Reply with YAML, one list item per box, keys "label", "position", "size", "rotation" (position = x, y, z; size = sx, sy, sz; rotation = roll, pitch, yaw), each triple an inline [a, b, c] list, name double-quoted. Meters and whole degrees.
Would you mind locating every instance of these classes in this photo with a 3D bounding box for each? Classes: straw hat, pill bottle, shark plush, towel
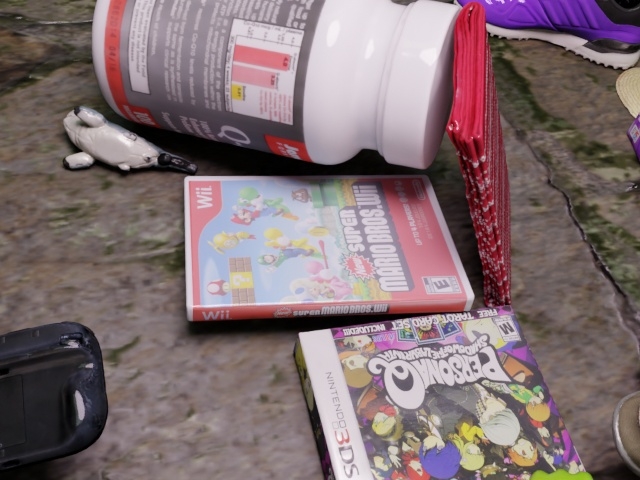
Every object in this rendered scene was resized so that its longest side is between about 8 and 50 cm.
- label: "straw hat"
  position: [0.493, -0.217, 1.095]
  size: [0.145, 0.061, 0.144]
  rotation: [4, 52, -6]
- label: "pill bottle"
  position: [-0.042, -0.199, 0.857]
  size: [0.363, 0.210, 0.210]
  rotation: [14, 50, 15]
- label: "shark plush"
  position: [-0.219, -0.117, 0.899]
  size: [0.161, 0.073, 0.067]
  rotation: [8, 21, 2]
- label: "towel"
  position: [0.170, -0.080, 0.810]
  size: [0.031, 0.274, 0.198]
  rotation: [-3, 50, 18]

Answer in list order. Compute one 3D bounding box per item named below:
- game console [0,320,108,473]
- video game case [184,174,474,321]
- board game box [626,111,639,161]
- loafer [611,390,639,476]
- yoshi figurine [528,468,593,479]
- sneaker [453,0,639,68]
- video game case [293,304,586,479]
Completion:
- label: "game console"
  position: [-0.335, 0.156, 0.563]
  size: [0.361, 0.044, 0.213]
  rotation: [-13, 68, -7]
- label: "video game case"
  position: [0.000, 0.000, 0.837]
  size: [0.285, 0.025, 0.204]
  rotation: [-2, 43, -9]
- label: "board game box"
  position: [0.499, -0.077, 0.934]
  size: [0.144, 0.142, 0.275]
  rotation: [2, 52, -8]
- label: "loafer"
  position: [0.371, 0.157, 0.658]
  size: [0.251, 0.087, 0.094]
  rotation: [2, 61, -8]
- label: "yoshi figurine"
  position: [0.145, 0.283, 0.562]
  size: [0.362, 0.203, 0.203]
  rotation: [9, 39, 4]
- label: "sneaker"
  position: [0.344, -0.360, 1.126]
  size: [0.293, 0.146, 0.102]
  rotation: [16, 51, 2]
- label: "video game case"
  position: [0.109, 0.168, 0.737]
  size: [0.232, 0.041, 0.210]
  rotation: [-5, 53, -14]
